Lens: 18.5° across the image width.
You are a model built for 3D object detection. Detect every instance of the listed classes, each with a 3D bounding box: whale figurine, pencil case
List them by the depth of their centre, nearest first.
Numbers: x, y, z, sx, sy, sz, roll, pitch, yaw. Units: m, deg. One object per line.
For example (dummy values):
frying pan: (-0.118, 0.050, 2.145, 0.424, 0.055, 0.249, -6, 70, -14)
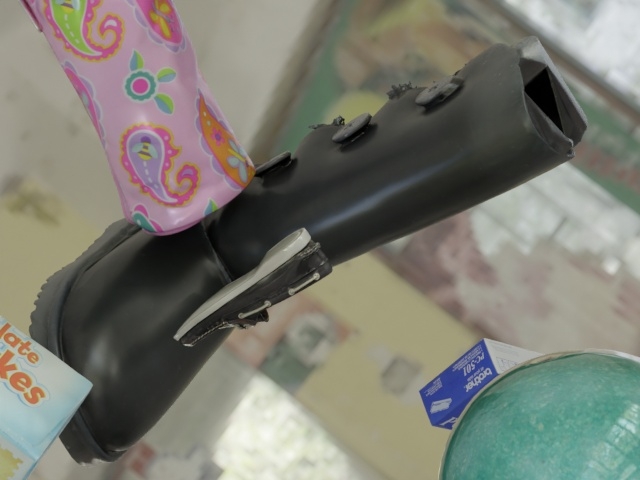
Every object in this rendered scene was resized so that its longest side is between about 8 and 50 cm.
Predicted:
whale figurine: (0.170, 0.202, 1.157, 0.216, 0.272, 0.141, -14, 4, 10)
pencil case: (-0.161, -0.146, 1.632, 0.124, 0.284, 0.124, -24, 16, 7)

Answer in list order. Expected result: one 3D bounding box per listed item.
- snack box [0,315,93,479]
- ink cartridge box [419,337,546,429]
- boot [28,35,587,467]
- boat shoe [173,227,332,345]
snack box: (-0.257, 0.117, 0.922, 0.322, 0.187, 0.060, -51, 4, 39)
ink cartridge box: (0.205, 0.159, 1.963, 0.207, 0.046, 0.097, 17, -48, -41)
boot: (0.000, -0.001, 1.645, 0.445, 0.146, 0.367, -20, 23, 17)
boat shoe: (-0.047, 0.041, 1.360, 0.125, 0.038, 0.046, -37, 9, 14)
